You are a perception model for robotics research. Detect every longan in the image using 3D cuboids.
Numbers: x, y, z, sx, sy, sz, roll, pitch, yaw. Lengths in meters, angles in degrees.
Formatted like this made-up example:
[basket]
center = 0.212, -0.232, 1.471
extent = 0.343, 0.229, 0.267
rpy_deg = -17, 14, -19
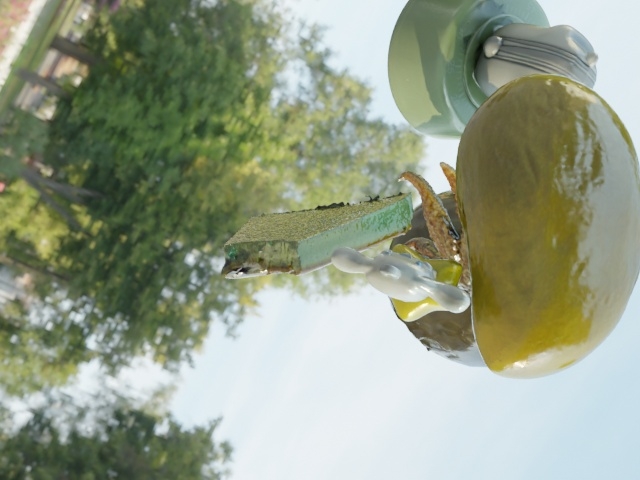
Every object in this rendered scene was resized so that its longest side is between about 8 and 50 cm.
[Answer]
[longan]
center = 0.319, 0.078, 2.078
extent = 0.391, 0.391, 0.391
rpy_deg = -53, -160, 29

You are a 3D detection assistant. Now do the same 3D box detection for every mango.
[mango]
center = 0.238, -0.022, 1.010
extent = 0.142, 0.195, 0.331
rpy_deg = 113, -22, -67

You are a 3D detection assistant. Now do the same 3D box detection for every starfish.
[starfish]
center = 0.244, 0.033, 1.510
extent = 0.094, 0.327, 0.375
rpy_deg = -52, 149, -27

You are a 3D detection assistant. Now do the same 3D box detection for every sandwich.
[sandwich]
center = 0.000, 0.000, 1.361
extent = 0.212, 0.245, 0.063
rpy_deg = -57, 136, -72

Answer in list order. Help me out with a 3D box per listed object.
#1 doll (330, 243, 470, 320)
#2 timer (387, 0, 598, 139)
[doll]
center = 0.074, 0.037, 0.944
extent = 0.113, 0.135, 0.071
rpy_deg = 35, 74, -88
[timer]
center = 0.313, -0.280, 1.610
extent = 0.315, 0.291, 0.290
rpy_deg = 26, -91, 52
